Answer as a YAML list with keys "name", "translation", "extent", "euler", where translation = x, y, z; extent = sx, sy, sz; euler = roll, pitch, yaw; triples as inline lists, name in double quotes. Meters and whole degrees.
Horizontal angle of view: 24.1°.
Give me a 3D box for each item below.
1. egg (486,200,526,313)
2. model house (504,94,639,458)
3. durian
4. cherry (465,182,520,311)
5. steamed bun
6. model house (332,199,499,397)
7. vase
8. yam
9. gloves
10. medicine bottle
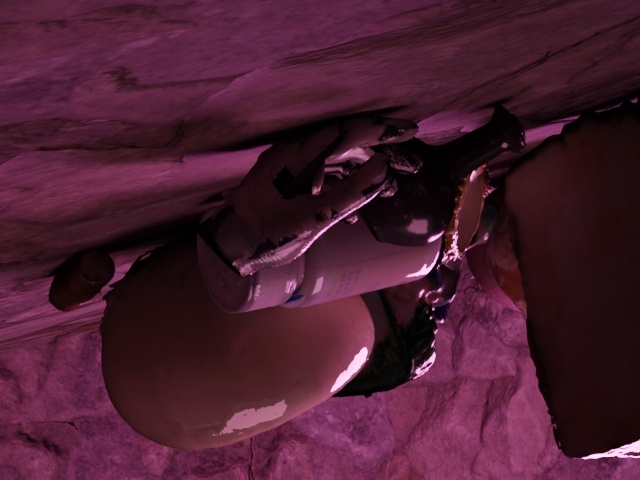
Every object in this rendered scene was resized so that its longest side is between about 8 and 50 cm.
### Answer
- name: "egg"
  translation: [0.340, 0.003, 2.107]
  extent: [0.203, 0.203, 0.245]
  euler: [-13, 156, -26]
- name: "model house"
  translation: [0.515, 0.028, 1.741]
  extent: [0.400, 0.395, 0.445]
  euler: [11, 150, -39]
- name: "durian"
  translation: [0.159, -0.056, 1.831]
  extent: [0.139, 0.144, 0.252]
  euler: [-38, 164, 13]
- name: "cherry"
  translation: [0.364, -0.007, 2.342]
  extent: [0.307, 0.221, 0.261]
  euler: [-38, 159, 26]
- name: "steamed bun"
  translation: [-0.110, 0.101, 1.854]
  extent: [0.334, 0.233, 0.312]
  euler: [-31, -166, -28]
- name: "model house"
  translation: [0.106, 0.049, 2.114]
  extent: [0.284, 0.243, 0.298]
  euler: [-32, -174, -33]
- name: "vase"
  translation: [0.120, -0.071, 1.496]
  extent: [0.183, 0.120, 0.120]
  euler: [-29, 176, -4]
- name: "yam"
  translation: [-0.308, 0.053, 1.921]
  extent: [0.056, 0.057, 0.241]
  euler: [-13, 173, -23]
- name: "gloves"
  translation: [-0.007, -0.052, 1.356]
  extent: [0.212, 0.111, 0.127]
  euler: [-43, 173, -6]
- name: "medicine bottle"
  translation: [0.000, 0.000, 1.700]
  extent: [0.258, 0.143, 0.143]
  euler: [-12, 175, -33]
